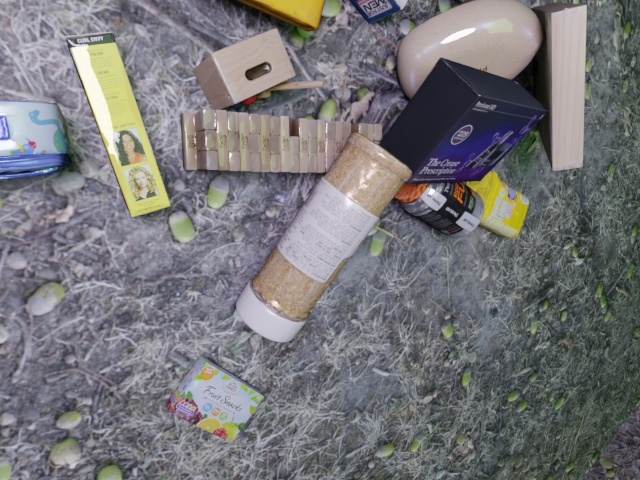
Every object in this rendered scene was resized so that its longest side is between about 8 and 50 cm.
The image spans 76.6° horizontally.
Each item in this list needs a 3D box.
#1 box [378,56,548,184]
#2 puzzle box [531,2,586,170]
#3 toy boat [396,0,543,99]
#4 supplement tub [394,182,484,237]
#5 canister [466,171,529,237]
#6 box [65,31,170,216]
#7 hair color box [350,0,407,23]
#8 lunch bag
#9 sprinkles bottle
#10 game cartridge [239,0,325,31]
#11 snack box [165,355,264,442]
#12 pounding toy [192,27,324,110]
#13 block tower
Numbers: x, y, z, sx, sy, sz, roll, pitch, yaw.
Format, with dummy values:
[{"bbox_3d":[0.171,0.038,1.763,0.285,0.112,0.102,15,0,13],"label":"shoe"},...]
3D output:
[{"bbox_3d":[0.258,-0.200,0.730,0.261,0.103,0.184,-9,145,-40],"label":"box"},{"bbox_3d":[0.489,-0.345,0.851,0.409,0.052,0.272,-56,135,-53],"label":"puzzle box"},{"bbox_3d":[0.266,-0.406,0.731,0.268,0.148,0.318,-10,145,8],"label":"toy boat"},{"bbox_3d":[0.249,-0.090,0.865,0.190,0.117,0.116,25,86,-32],"label":"supplement tub"},{"bbox_3d":[0.430,-0.085,0.999,0.170,0.073,0.126,20,89,-33],"label":"canister"},{"bbox_3d":[-0.278,-0.154,0.566,0.058,0.087,0.232,-21,110,-23],"label":"box"},{"bbox_3d":[0.039,-0.561,0.661,0.347,0.105,0.173,35,83,-30],"label":"hair color box"},{"bbox_3d":[-0.405,-0.110,0.446,0.219,0.176,0.090,-10,104,-29],"label":"lunch bag"},{"bbox_3d":[0.000,0.000,0.675,0.121,0.121,0.355,28,104,-31],"label":"sprinkles bottle"},{"bbox_3d":[-0.087,-0.493,0.525,0.286,0.053,0.323,10,105,-28],"label":"game cartridge"},{"bbox_3d":[-0.186,0.286,0.728,0.141,0.037,0.100,43,76,-29],"label":"snack box"},{"bbox_3d":[-0.097,-0.252,0.626,0.141,0.130,0.100,-33,114,-21],"label":"pounding toy"},{"bbox_3d":[-0.055,-0.161,0.690,0.336,0.097,0.090,-5,102,-28],"label":"block tower"}]
